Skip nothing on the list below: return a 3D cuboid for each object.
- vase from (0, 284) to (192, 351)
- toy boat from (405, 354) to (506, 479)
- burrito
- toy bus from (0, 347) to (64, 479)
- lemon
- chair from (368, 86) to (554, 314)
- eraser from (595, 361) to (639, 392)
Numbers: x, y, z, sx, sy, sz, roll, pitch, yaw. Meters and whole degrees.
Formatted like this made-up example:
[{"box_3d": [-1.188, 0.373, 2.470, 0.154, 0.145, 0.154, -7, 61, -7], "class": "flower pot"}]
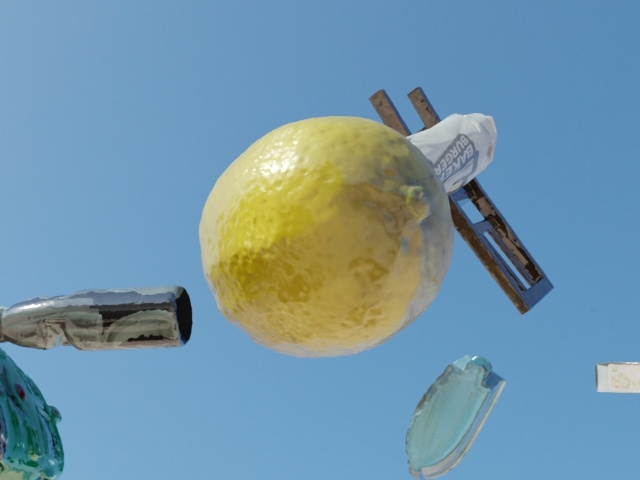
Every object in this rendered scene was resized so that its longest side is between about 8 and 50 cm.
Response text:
[{"box_3d": [-0.229, 0.075, 0.942, 0.211, 0.060, 0.060, -3, -46, 8], "class": "vase"}, {"box_3d": [0.194, 0.260, 1.441, 0.088, 0.102, 0.215, 35, -79, 28], "class": "toy boat"}, {"box_3d": [0.083, -0.071, 1.343, 0.101, 0.445, 0.139, 56, -43, 8], "class": "burrito"}, {"box_3d": [-0.442, 0.251, 1.060, 0.343, 0.184, 0.199, -33, -27, 4], "class": "toy bus"}, {"box_3d": [0.000, 0.000, 1.038, 0.245, 0.245, 0.320, 39, -34, -21], "class": "lemon"}, {"box_3d": [0.161, -0.018, 1.671, 0.240, 0.203, 0.416, -36, -98, 26], "class": "chair"}, {"box_3d": [0.372, 0.166, 1.207, 0.019, 0.038, 0.083, 3, -7, -39], "class": "eraser"}]
